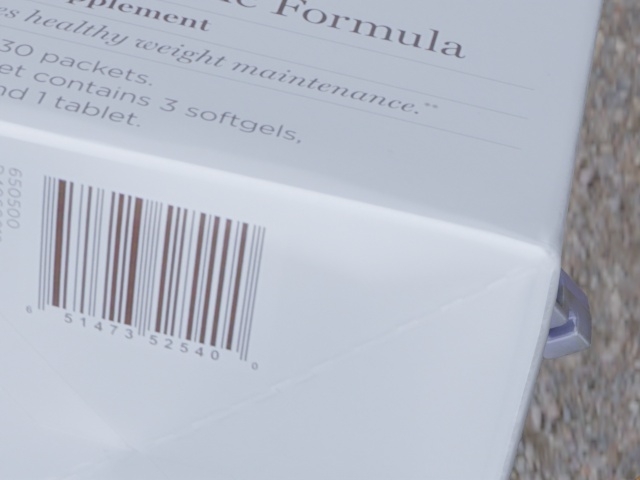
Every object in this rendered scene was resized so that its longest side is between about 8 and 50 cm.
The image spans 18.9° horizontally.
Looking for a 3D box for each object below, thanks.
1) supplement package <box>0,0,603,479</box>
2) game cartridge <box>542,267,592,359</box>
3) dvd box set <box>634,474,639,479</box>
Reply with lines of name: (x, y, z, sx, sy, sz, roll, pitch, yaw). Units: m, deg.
supplement package: (-0.010, -0.034, 0.443, 0.139, 0.134, 0.244, 13, 38, 4)
game cartridge: (0.000, 0.000, 1.247, 0.230, 0.355, 0.068, -14, 54, 28)
dvd box set: (0.220, 0.239, 1.276, 0.420, 0.307, 0.062, -38, 94, -13)
